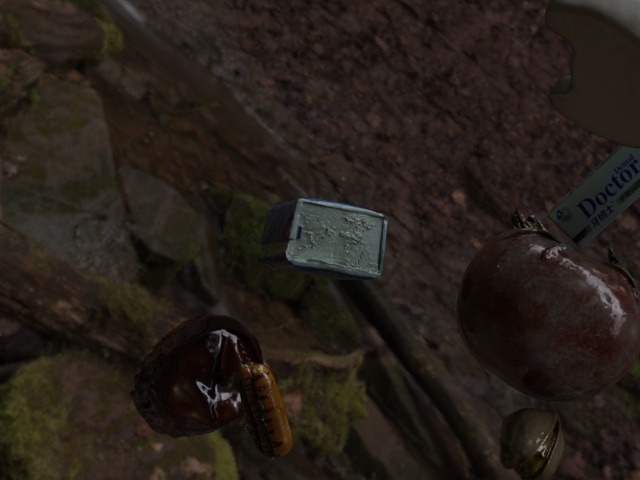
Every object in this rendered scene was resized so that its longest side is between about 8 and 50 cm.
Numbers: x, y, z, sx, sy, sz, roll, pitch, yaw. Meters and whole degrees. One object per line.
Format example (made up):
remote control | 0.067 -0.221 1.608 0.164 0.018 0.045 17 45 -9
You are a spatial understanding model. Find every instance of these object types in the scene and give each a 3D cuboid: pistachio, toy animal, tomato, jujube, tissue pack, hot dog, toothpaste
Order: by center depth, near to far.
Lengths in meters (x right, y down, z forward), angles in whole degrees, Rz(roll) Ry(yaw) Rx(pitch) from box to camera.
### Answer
hot dog | -0.060 0.173 0.856 0.037 0.049 0.122 -42 123 -45
toy animal | 0.436 -0.265 0.966 0.241 0.367 0.196 27 -30 30
toothpaste | 0.511 -0.129 1.344 0.081 0.336 0.067 46 17 5
pistachio | 0.339 0.327 1.351 0.113 0.113 0.149 40 22 -4
tomato | 0.390 0.122 1.443 0.317 0.282 0.316 27 4 -2
tissue pack | 0.000 0.000 1.744 0.198 0.146 0.263 11 -4 -15
jujube | -0.258 0.292 1.769 0.259 0.377 0.258 9 65 -20

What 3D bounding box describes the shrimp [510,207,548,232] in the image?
shrimp | 0.434 0.041 1.800 0.062 0.154 0.294 80 9 -46
